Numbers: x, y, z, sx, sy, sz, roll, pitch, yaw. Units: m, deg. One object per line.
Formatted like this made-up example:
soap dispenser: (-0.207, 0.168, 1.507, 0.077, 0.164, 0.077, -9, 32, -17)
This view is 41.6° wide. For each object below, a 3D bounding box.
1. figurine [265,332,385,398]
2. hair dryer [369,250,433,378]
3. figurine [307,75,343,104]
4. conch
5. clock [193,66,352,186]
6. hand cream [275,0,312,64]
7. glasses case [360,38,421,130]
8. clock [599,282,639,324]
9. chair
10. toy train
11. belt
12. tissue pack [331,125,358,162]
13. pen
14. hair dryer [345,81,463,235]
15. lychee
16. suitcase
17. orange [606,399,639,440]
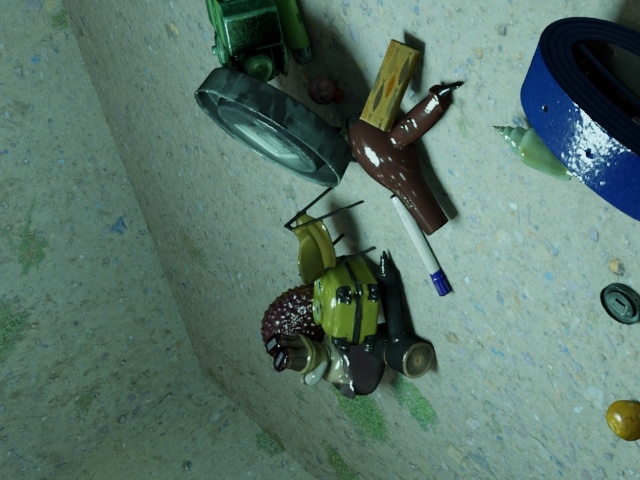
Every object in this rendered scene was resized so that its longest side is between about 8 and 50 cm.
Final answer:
figurine: (0.021, 0.350, 2.387, 0.218, 0.364, 0.206, 44, 130, 52)
hair dryer: (0.183, 0.179, 2.221, 0.189, 0.107, 0.352, 23, 130, 54)
figurine: (0.004, -0.347, 1.951, 0.083, 0.071, 0.067, -19, 60, 57)
conch: (0.378, -0.154, 1.493, 0.180, 0.065, 0.088, 38, 148, 20)
clock: (-0.103, -0.252, 1.892, 0.386, 0.076, 0.386, 30, 172, 4)
hand cream: (-0.061, -0.491, 1.935, 0.095, 0.046, 0.175, 28, 139, 63)
glasses case: (0.142, -0.307, 1.673, 0.064, 0.041, 0.170, 32, 110, 30)
clock: (0.551, 0.116, 1.542, 0.085, 0.017, 0.085, 42, 151, 31)
chair: (0.000, 0.000, 2.148, 0.172, 0.246, 0.159, 28, 141, 49)
toy train: (-0.171, -0.491, 1.954, 0.299, 0.166, 0.238, -121, 18, -51)
belt: (0.440, -0.171, 1.189, 0.347, 0.212, 0.117, 49, 153, 26)
tissue pack: (0.060, -0.235, 1.977, 0.085, 0.079, 0.111, 31, 173, -33)
pen: (0.234, 0.009, 1.981, 0.269, 0.033, 0.033, 62, 155, -8)
hair dryer: (0.217, -0.195, 1.724, 0.313, 0.123, 0.340, 53, 144, 3)
lychee: (-0.055, 0.247, 2.563, 0.271, 0.271, 0.271, 42, 151, 30)
suitcase: (0.063, 0.160, 2.202, 0.235, 0.143, 0.194, -117, 25, -59)
orange: (0.604, 0.352, 1.655, 0.083, 0.070, 0.083, 158, 90, -78)
